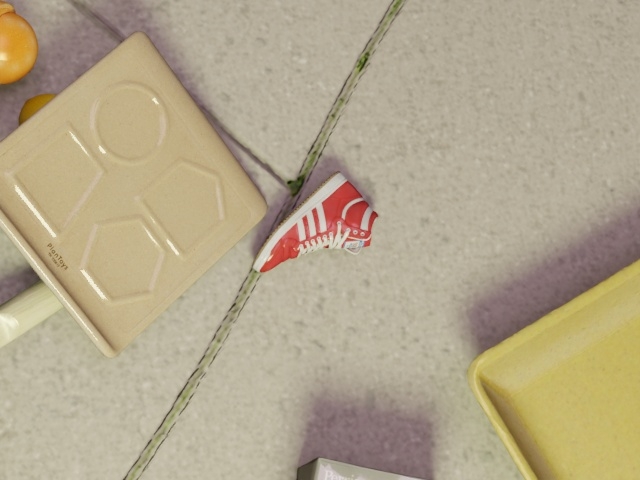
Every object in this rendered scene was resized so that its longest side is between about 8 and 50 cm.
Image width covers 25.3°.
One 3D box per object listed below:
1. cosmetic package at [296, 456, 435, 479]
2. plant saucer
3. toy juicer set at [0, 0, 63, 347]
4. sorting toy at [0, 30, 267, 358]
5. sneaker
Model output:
[{"bbox_3d":[0.028,0.299,1.129,0.127,0.107,0.238,10,77,-7],"label":"cosmetic package"},{"bbox_3d":[0.327,0.179,1.240,0.333,0.081,0.333,-29,83,-18],"label":"plant saucer"},{"bbox_3d":[-0.288,-0.042,1.161,0.209,0.089,0.329,-10,91,-36],"label":"toy juicer set"},{"bbox_3d":[-0.163,-0.039,1.170,0.208,0.038,0.193,-46,111,-28],"label":"sorting toy"},{"bbox_3d":[0.000,0.000,1.228,0.067,0.042,0.118,44,69,4],"label":"sneaker"}]
